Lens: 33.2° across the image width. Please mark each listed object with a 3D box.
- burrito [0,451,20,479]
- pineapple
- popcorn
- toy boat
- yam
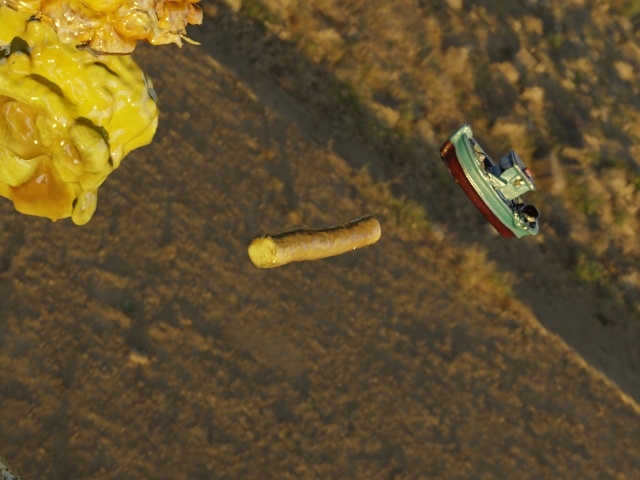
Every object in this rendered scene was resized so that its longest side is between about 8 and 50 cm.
[{"bbox_3d":[-0.601,0.446,2.023,0.058,0.045,0.188,-18,29,-32],"label":"burrito"},{"bbox_3d":[-0.168,-0.241,0.815,0.224,0.076,0.225,13,60,-24],"label":"pineapple"},{"bbox_3d":[-0.243,-0.117,0.928,0.197,0.197,0.156,40,58,-10],"label":"popcorn"},{"bbox_3d":[0.275,-0.095,1.657,0.223,0.097,0.100,47,25,-28],"label":"toy boat"},{"bbox_3d":[0.000,0.000,1.877,0.299,0.066,0.066,-11,60,-48],"label":"yam"}]
